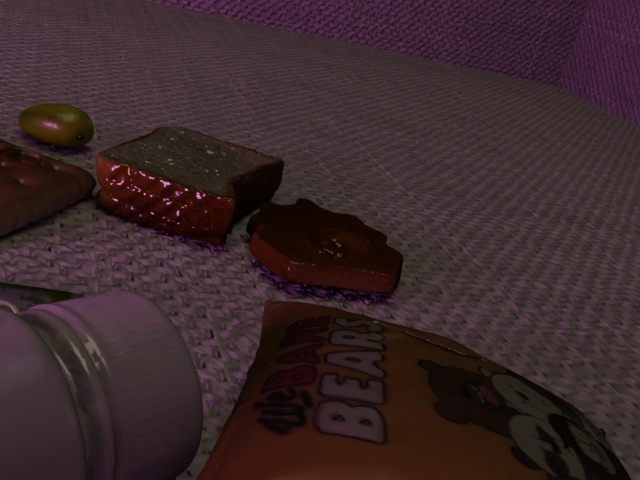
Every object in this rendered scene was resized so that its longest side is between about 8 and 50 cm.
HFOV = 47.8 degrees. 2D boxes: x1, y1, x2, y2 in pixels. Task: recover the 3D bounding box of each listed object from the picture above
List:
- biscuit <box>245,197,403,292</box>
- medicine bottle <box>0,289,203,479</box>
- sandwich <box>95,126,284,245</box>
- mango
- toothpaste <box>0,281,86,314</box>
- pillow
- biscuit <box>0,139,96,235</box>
[{"bbox_3d":[-0.001,0.002,0.857,0.182,0.034,0.215,8,22,-18],"label":"biscuit"},{"bbox_3d":[-0.193,0.108,0.365,0.144,0.144,0.252,33,31,34],"label":"medicine bottle"},{"bbox_3d":[-0.158,-0.075,0.893,0.186,0.065,0.214,20,23,10],"label":"sandwich"},{"bbox_3d":[-0.356,-0.156,0.967,0.108,0.056,0.073,12,16,24],"label":"mango"},{"bbox_3d":[-0.305,0.050,0.552,0.248,0.046,0.078,9,28,-20],"label":"toothpaste"},{"bbox_3d":[0.079,0.149,0.457,0.312,0.119,0.310,21,20,-2],"label":"pillow"},{"bbox_3d":[-0.434,-0.089,0.785,0.325,0.044,0.217,20,22,11],"label":"biscuit"}]
